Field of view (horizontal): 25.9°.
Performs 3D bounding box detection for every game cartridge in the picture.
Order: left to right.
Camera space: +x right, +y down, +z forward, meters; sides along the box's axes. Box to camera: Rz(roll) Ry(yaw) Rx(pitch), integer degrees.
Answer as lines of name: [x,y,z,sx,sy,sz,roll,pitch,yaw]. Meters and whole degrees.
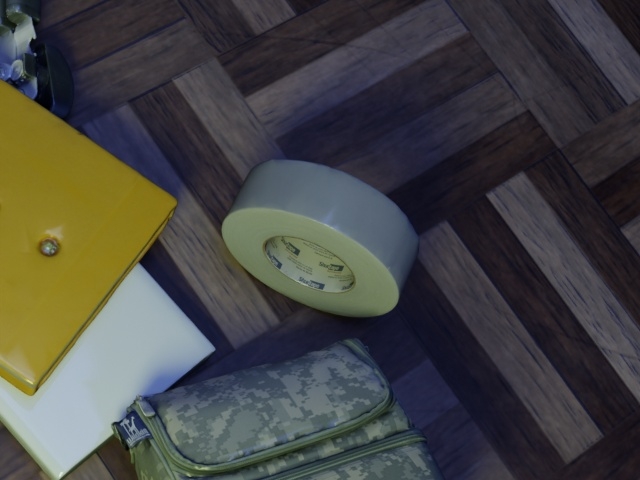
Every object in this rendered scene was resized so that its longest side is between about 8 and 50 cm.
game cartridge: [-0.366,-0.028,1.544,0.324,0.052,0.285,34,60,1]

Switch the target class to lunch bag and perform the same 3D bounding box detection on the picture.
lunch bag: [-0.044,0.253,1.495,0.305,0.212,0.256,-16,60,-20]

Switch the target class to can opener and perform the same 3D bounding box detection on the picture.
can opener: [-0.361,-0.272,1.695,0.093,0.074,0.280,13,62,-49]

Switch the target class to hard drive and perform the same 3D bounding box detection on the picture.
hard drive: [-0.321,0.066,1.573,0.233,0.047,0.353,-39,82,-26]

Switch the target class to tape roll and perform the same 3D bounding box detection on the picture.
tape roll: [0.000,0.000,1.593,0.219,0.219,0.072,26,63,-4]
